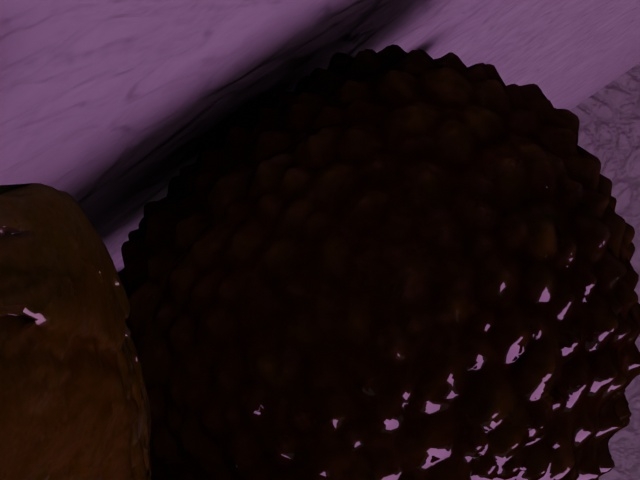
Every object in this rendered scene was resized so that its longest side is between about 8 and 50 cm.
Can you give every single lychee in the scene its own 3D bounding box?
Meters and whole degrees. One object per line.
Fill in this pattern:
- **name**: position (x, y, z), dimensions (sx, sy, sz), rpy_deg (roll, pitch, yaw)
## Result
- **lychee**: position (0.028, 0.033, 0.756), dimensions (0.267, 0.267, 0.267), rpy_deg (-33, 176, -2)

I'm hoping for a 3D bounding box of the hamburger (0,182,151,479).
- **hamburger**: position (-0.133, 0.115, 0.402), dimensions (0.285, 0.134, 0.266), rpy_deg (-51, 144, -41)
